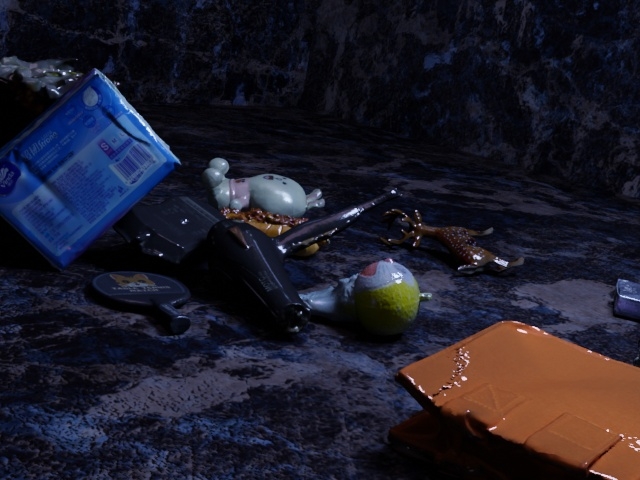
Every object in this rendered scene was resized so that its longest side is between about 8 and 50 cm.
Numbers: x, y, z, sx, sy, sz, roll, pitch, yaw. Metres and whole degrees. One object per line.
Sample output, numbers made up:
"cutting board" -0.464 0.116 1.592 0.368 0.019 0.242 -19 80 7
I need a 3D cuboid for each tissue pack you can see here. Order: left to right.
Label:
"tissue pack" -0.391 -0.118 1.392 0.198 0.263 0.146 49 -3 -24
"tissue pack" 0.645 0.127 1.661 0.156 0.051 0.112 14 17 14

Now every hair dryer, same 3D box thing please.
"hair dryer" 0.000 0.000 1.392 0.359 0.120 0.303 -27 31 -17

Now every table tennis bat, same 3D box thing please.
"table tennis bat" -0.255 0.087 1.290 0.150 0.027 0.236 0 15 -33

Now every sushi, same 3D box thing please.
"sushi" -0.519 -0.181 1.585 0.281 0.294 0.299 12 16 11

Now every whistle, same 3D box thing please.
"whistle" 0.062 0.085 1.345 0.223 0.123 0.123 -2 12 14

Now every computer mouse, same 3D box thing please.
"computer mouse" -0.256 -0.005 1.507 0.147 0.088 0.264 34 18 17

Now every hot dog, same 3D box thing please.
"hot dog" -0.101 -0.022 1.687 0.249 0.076 0.102 10 11 4

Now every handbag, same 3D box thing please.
"handbag" 0.314 0.231 0.957 0.410 0.116 0.303 20 21 36

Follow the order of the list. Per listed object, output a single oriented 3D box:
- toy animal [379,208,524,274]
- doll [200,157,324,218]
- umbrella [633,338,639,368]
"toy animal" 0.275 0.001 1.828 0.259 0.087 0.243 6 13 -25
"doll" -0.133 -0.094 1.891 0.274 0.113 0.155 14 23 -13
"umbrella" 0.633 0.206 1.265 0.357 0.113 0.106 13 41 -7
